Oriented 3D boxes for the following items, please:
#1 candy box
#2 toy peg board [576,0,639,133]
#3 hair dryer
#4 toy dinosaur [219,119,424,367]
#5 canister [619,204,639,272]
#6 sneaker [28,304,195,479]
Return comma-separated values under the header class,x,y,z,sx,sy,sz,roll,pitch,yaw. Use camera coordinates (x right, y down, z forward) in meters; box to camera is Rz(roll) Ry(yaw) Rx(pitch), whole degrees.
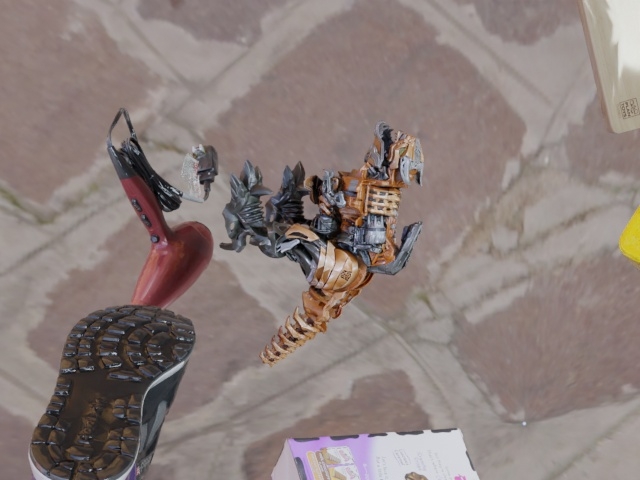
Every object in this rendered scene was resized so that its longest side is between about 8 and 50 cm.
class,x,y,z,sx,sy,sz,roll,pitch,yaw
candy box,0.069,0.276,1.303,0.196,0.070,0.164,1,46,-23
toy peg board,0.288,-0.186,1.100,0.161,0.079,0.161,-15,97,-6
hair dryer,-0.238,-0.022,1.851,0.080,0.224,0.293,-14,69,38
toy dinosaur,0.000,0.000,1.586,0.218,0.164,0.322,32,84,22
canister,0.485,0.005,1.811,0.073,0.170,0.126,33,88,38
sneaker,-0.186,0.163,1.134,0.107,0.283,0.124,13,119,5
